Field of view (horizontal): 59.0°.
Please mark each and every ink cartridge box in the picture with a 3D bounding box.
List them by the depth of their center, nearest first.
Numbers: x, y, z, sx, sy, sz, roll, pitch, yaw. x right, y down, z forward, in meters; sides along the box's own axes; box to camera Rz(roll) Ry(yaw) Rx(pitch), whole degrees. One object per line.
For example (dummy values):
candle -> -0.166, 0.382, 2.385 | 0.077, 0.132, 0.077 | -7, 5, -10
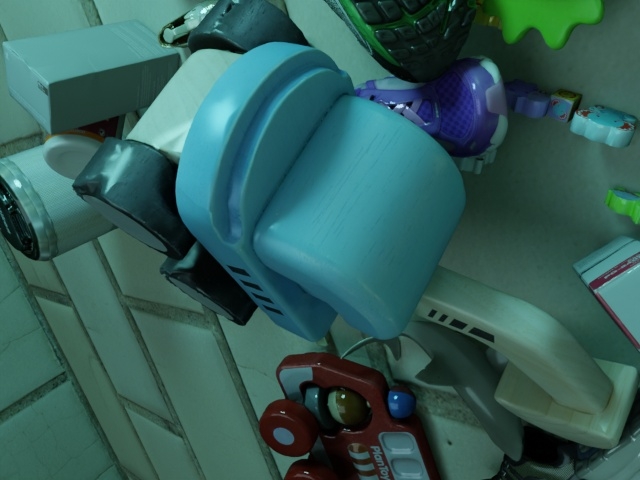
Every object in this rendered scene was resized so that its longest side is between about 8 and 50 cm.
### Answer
ink cartridge box -> 0.290, 0.058, 0.500 | 0.063, 0.150, 0.109 | -39, 83, 18

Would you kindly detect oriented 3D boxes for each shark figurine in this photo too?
shark figurine -> 0.146, 0.162, 0.756 | 0.278, 0.116, 0.166 | 29, 125, 43

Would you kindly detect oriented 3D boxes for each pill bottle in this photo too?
pill bottle -> -0.415, -0.226, 1.020 | 0.121, 0.121, 0.221 | 133, 141, -52

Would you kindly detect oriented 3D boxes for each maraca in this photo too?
maraca -> 0.182, -0.248, 0.440 | 0.127, 0.099, 0.186 | 29, 127, 43

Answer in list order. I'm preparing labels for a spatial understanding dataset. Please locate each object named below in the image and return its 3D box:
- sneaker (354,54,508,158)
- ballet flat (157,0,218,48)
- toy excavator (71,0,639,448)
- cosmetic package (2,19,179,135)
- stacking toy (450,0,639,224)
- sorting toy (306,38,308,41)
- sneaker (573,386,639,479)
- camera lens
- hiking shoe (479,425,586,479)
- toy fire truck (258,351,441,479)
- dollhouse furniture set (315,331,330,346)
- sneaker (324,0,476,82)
sneaker -> 0.087, -0.126, 0.570 | 0.236, 0.104, 0.095 | -155, 55, -65
ballet flat -> -0.189, -0.316, 0.844 | 0.168, 0.052, 0.057 | -2, 113, 48
toy excavator -> 0.073, 0.030, 0.530 | 0.445, 0.222, 0.433 | 22, 160, 28
cosmetic package -> -0.362, -0.270, 0.914 | 0.127, 0.238, 0.107 | 42, 140, 21
stacking toy -> 0.227, -0.120, 0.526 | 0.221, 0.052, 0.167 | 28, 134, 32
sorting toy -> -0.068, -0.177, 0.820 | 0.208, 0.038, 0.193 | 6, 120, 46
sneaker -> 0.378, 0.177, 0.550 | 0.129, 0.111, 0.297 | 29, 140, 8
camera lens -> -0.529, -0.100, 1.188 | 0.219, 0.274, 0.219 | 28, 133, 33
hiking shoe -> 0.279, 0.305, 0.759 | 0.227, 0.086, 0.114 | -39, 72, 47
toy fire truck -> 0.056, 0.319, 0.961 | 0.253, 0.169, 0.302 | -10, 110, 25
dollhouse furniture set -> -0.019, 0.143, 0.956 | 0.091, 0.081, 0.114 | -7, 110, 50
sneaker -> 0.036, -0.285, 0.548 | 0.146, 0.134, 0.344 | 97, 151, -66
